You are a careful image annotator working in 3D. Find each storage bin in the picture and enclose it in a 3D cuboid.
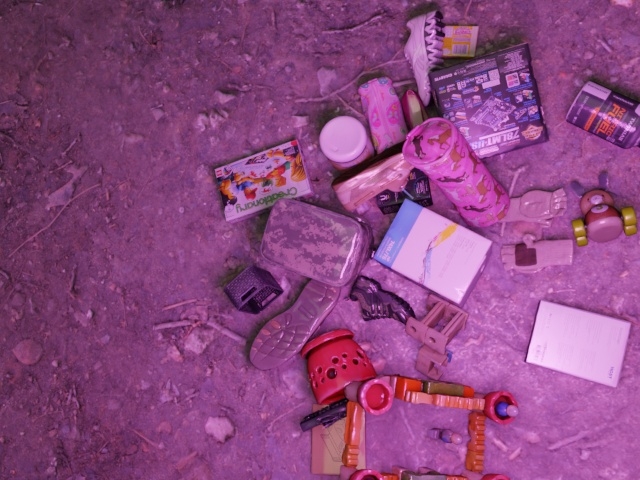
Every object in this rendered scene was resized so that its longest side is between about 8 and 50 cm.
[{"bbox_3d":[-0.205,0.155,1.814,0.122,0.180,0.084,-41,72,4],"label":"storage bin"}]

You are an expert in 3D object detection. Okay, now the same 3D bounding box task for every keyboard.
[{"bbox_3d":[0.086,0.459,1.648,0.317,0.201,0.033,-27,87,2],"label":"keyboard"}]

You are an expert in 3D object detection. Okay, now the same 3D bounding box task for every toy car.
[{"bbox_3d":[0.770,-0.098,1.626,0.155,0.149,0.188,-15,64,22],"label":"toy car"}]

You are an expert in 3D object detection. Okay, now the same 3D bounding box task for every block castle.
[{"bbox_3d":[0.284,0.510,1.489,0.453,0.213,0.303,10,79,-18],"label":"block castle"}]

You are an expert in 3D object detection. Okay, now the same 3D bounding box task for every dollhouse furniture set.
[{"bbox_3d":[0.325,0.278,1.684,0.129,0.184,0.129,28,47,28],"label":"dollhouse furniture set"}]

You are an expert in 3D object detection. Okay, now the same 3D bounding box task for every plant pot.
[{"bbox_3d":[0.049,0.361,1.702,0.191,0.191,0.174,-27,67,9],"label":"plant pot"}]

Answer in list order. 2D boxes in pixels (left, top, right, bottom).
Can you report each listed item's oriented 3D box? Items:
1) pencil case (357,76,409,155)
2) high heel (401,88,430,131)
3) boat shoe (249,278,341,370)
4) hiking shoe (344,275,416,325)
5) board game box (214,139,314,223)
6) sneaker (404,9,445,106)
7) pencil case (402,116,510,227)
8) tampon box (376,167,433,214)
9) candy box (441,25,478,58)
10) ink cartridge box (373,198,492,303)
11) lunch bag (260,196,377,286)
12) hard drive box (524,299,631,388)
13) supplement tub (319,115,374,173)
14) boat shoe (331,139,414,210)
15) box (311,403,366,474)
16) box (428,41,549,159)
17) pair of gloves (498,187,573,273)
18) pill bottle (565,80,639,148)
[{"bbox_3d":[0.207,-0.370,1.839,0.124,0.124,0.284,-17,74,12],"label":"pencil case"},{"bbox_3d":[0.317,-0.347,1.799,0.082,0.117,0.244,-18,81,8],"label":"high heel"},{"bbox_3d":[-0.062,0.262,1.779,0.355,0.130,0.132,-44,69,-3],"label":"boat shoe"},{"bbox_3d":[0.183,0.205,1.760,0.227,0.086,0.114,37,105,24],"label":"hiking shoe"},{"bbox_3d":[-0.189,-0.194,1.947,0.305,0.053,0.193,-19,75,11],"label":"board game box"},{"bbox_3d":[0.326,-0.568,1.847,0.118,0.110,0.292,4,94,32],"label":"sneaker"},{"bbox_3d":[0.381,-0.181,1.615,0.167,0.386,0.160,-6,62,38],"label":"pencil case"},{"bbox_3d":[0.253,-0.160,1.792,0.161,0.101,0.120,-10,76,14],"label":"tampon box"},{"bbox_3d":[0.399,-0.640,1.887,0.205,0.027,0.105,7,81,17],"label":"candy box"},{"bbox_3d":[0.329,0.042,1.681,0.270,0.198,0.197,28,88,19],"label":"ink cartridge box"},{"bbox_3d":[0.000,0.000,1.751,0.305,0.256,0.213,18,94,17],"label":"lunch bag"},{"bbox_3d":[0.694,0.279,1.590,0.232,0.089,0.181,15,84,18],"label":"hard drive box"},{"bbox_3d":[0.088,-0.285,1.811,0.144,0.199,0.144,-3,78,15],"label":"supplement tub"},{"bbox_3d":[0.204,-0.200,1.712,0.341,0.122,0.110,-25,109,12],"label":"boat shoe"},{"bbox_3d":[0.055,0.592,1.739,0.164,0.021,0.201,-2,78,15],"label":"box"},{"bbox_3d":[0.497,-0.396,1.737,0.295,0.073,0.293,-15,100,14],"label":"box"},{"bbox_3d":[0.612,-0.024,1.671,0.204,0.042,0.240,-15,68,36],"label":"pair of gloves"},{"bbox_3d":[0.839,-0.344,1.653,0.245,0.130,0.130,32,89,19],"label":"pill bottle"}]
